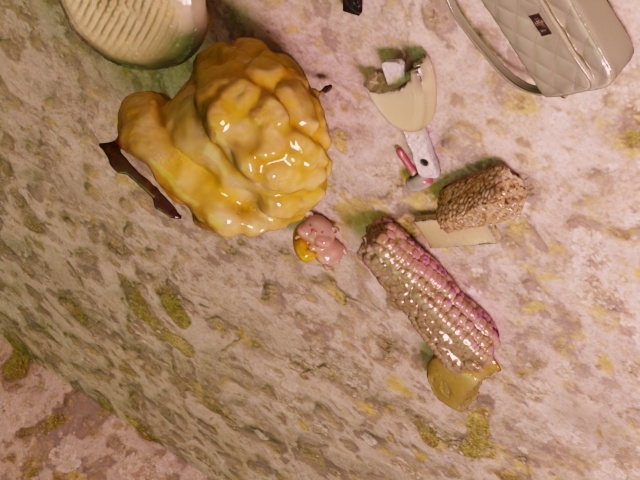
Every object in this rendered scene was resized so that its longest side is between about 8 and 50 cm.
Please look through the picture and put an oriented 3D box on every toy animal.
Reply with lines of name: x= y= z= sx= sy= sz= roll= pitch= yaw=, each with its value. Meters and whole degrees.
toy animal: x=0.000 y=0.000 z=2.076 sx=0.114 sy=0.091 sz=0.082 roll=40 pitch=133 yaw=0

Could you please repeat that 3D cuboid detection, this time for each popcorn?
popcorn: x=-0.161 y=-0.159 z=1.772 sx=0.349 sy=0.381 sz=0.349 roll=168 pitch=90 yaw=-71

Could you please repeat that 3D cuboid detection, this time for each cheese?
cheese: x=0.146 y=-0.192 z=1.725 sx=0.127 sy=0.050 sz=0.235 roll=6 pitch=137 yaw=36

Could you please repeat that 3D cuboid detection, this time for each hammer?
hammer: x=0.151 y=-0.120 z=1.830 sx=0.052 sy=0.031 sz=0.083 roll=-21 pitch=110 yaw=49

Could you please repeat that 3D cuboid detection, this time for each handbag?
handbag: x=0.273 y=-0.294 z=1.456 sx=0.256 sy=0.079 sz=0.219 roll=52 pitch=149 yaw=-18

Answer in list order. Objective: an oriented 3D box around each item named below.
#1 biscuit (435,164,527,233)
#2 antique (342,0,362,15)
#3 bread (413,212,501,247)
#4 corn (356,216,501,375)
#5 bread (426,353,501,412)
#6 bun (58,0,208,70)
biscuit: x=0.254 y=-0.064 z=1.755 sx=0.070 sy=0.082 sz=0.168 roll=31 pitch=151 yaw=-28
antique: x=0.045 y=-0.409 z=1.586 sx=0.031 sy=0.015 sz=0.192 roll=23 pitch=145 yaw=22
bread: x=0.234 y=-0.020 z=1.871 sx=0.153 sy=0.028 sz=0.068 roll=-5 pitch=128 yaw=46
corn: x=0.199 y=0.100 z=1.981 sx=0.335 sy=0.126 sz=0.126 roll=50 pitch=146 yaw=-12
bread: x=0.268 y=0.254 z=2.127 sx=0.125 sy=0.086 sz=0.156 roll=39 pitch=145 yaw=11
bun: x=-0.298 y=-0.416 z=1.794 sx=0.287 sy=0.146 sz=0.287 roll=17 pitch=144 yaw=12
